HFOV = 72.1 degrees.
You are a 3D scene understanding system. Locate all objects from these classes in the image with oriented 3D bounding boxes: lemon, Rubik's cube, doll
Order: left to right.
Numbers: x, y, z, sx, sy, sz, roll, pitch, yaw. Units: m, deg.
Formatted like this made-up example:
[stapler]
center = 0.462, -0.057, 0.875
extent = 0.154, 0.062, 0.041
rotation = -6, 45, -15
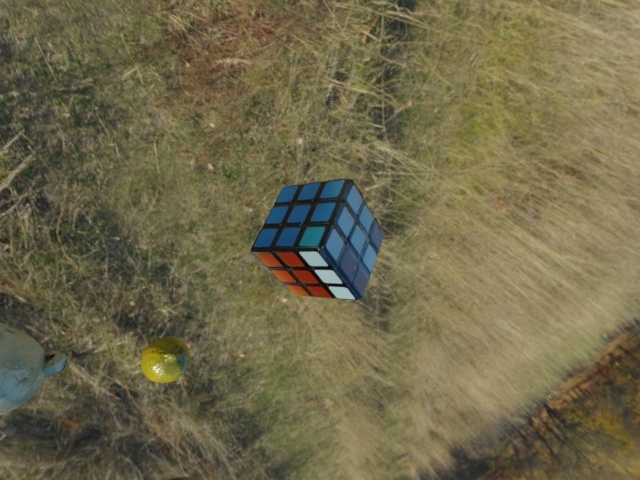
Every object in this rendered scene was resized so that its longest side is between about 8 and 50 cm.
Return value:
[doll]
center = -0.504, 0.159, 0.585
extent = 0.175, 0.279, 0.149
rotation = -40, 123, -71
[lemon]
center = -0.273, 0.210, 0.778
extent = 0.082, 0.081, 0.111
rotation = -12, 175, -38
[Rubik's cube]
center = 0.000, 0.000, 0.809
extent = 0.163, 0.161, 0.162
rotation = 53, 49, -38

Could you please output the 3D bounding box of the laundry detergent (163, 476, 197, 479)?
[laundry detergent]
center = -0.085, 0.209, 0.264
extent = 0.063, 0.137, 0.210
rotation = -1, 127, -25
